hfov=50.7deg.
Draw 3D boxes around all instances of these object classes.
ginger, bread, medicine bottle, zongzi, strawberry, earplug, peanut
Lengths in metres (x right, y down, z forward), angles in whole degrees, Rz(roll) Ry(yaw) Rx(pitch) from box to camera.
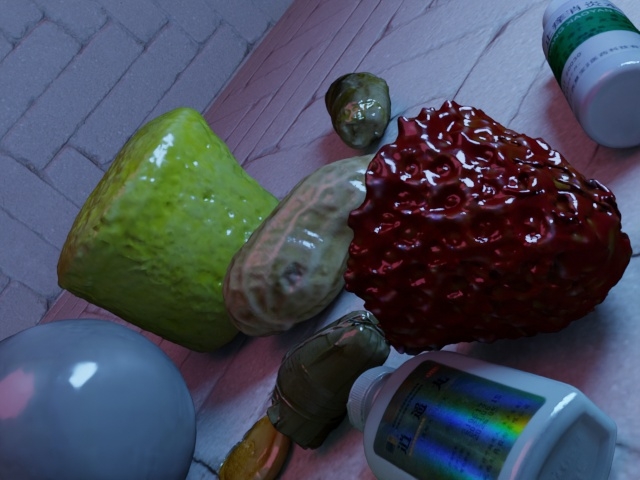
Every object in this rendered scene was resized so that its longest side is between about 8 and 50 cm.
[{"bbox_3d":[0.068,-0.241,1.204,0.109,0.116,0.263,-6,21,-3],"label":"ginger"},{"bbox_3d":[-0.076,0.248,0.773,0.110,0.024,0.110,-39,25,22],"label":"bread"},{"bbox_3d":[0.103,0.152,0.527,0.121,0.083,0.229,-57,23,-14],"label":"medicine bottle"},{"bbox_3d":[-0.219,-0.012,1.085,0.348,0.308,0.348,-46,22,24],"label":"bread"},{"bbox_3d":[0.018,0.107,0.739,0.189,0.081,0.178,-53,15,19],"label":"zongzi"},{"bbox_3d":[0.146,0.006,0.549,0.178,0.234,0.234,17,67,50],"label":"strawberry"},{"bbox_3d":[0.296,-0.196,0.724,0.095,0.095,0.260,-37,24,26],"label":"medicine bottle"},{"bbox_3d":[-0.348,0.266,0.878,0.394,0.313,0.312,-23,33,42],"label":"earplug"},{"bbox_3d":[0.000,0.000,0.894,0.325,0.140,0.153,-41,34,9],"label":"peanut"}]
